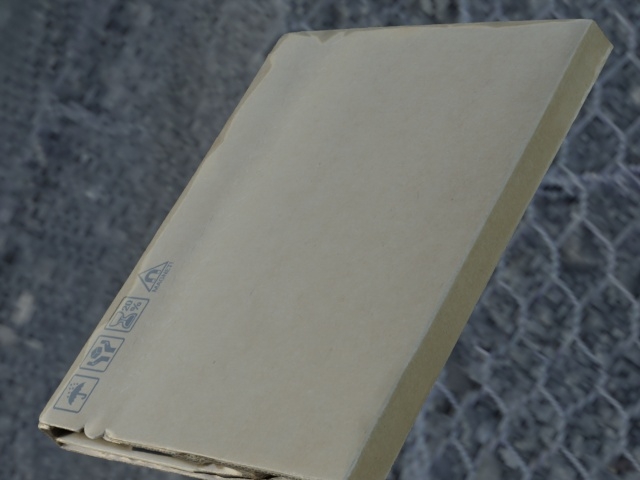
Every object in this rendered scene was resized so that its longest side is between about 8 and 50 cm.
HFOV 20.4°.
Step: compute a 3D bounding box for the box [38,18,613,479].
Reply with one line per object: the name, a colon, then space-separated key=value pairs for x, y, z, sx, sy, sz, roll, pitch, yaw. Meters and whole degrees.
box: x=0.000 y=0.000 z=0.659 sx=0.164 sy=0.021 sz=0.201 roll=4 pitch=54 yaw=45
